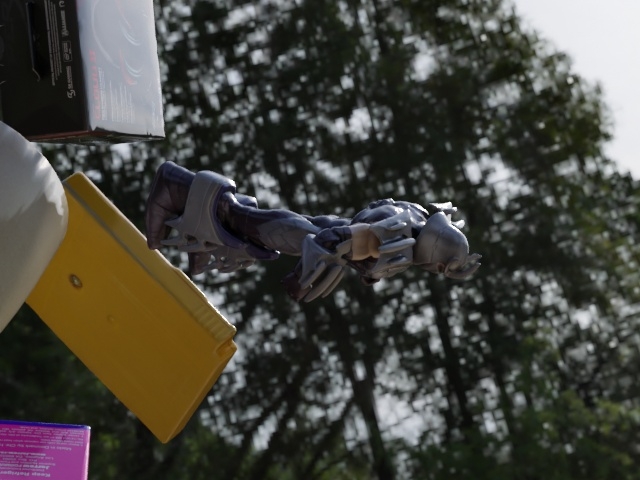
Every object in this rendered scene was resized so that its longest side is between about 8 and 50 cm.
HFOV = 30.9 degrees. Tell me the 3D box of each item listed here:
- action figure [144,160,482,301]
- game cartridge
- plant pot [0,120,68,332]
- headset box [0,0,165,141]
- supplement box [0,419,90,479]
[{"bbox_3d":[0.000,0.000,0.964,0.285,0.099,0.185,8,1,27],"label":"action figure"},{"bbox_3d":[-0.273,0.101,1.614,0.053,0.324,0.285,-40,-10,-42],"label":"game cartridge"},{"bbox_3d":[-0.405,0.044,1.125,0.257,0.274,0.256,4,-46,4],"label":"plant pot"},{"bbox_3d":[-0.294,-0.228,1.402,0.110,0.218,0.293,-5,1,12],"label":"headset box"},{"bbox_3d":[-0.239,0.239,0.888,0.114,0.111,0.220,6,20,-10],"label":"supplement box"}]
